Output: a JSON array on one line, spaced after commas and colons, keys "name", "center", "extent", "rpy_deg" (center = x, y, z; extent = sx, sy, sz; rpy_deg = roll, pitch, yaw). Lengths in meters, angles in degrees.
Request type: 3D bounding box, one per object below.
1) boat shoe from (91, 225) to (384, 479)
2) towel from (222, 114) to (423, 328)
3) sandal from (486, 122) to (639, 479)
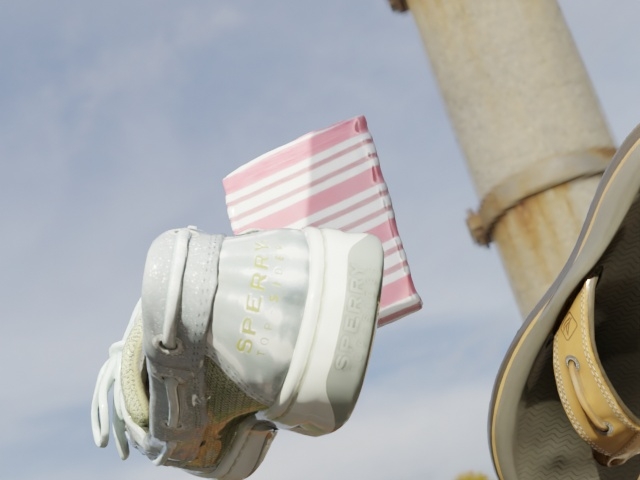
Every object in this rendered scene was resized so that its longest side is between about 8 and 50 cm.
[{"name": "boat shoe", "center": [-0.063, 0.054, 0.662], "extent": [0.103, 0.118, 0.320], "rpy_deg": [14, -14, -14]}, {"name": "towel", "center": [0.000, 0.000, 1.130], "extent": [0.144, 0.197, 0.029], "rpy_deg": [-24, -27, 16]}, {"name": "sandal", "center": [0.136, 0.045, 0.558], "extent": [0.090, 0.060, 0.219], "rpy_deg": [9, -60, -23]}]
